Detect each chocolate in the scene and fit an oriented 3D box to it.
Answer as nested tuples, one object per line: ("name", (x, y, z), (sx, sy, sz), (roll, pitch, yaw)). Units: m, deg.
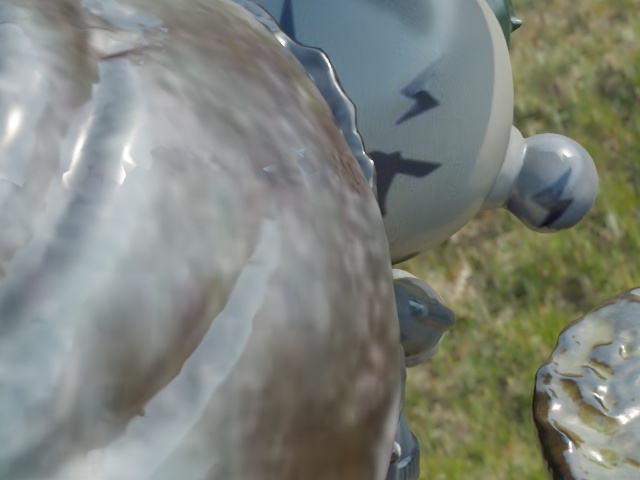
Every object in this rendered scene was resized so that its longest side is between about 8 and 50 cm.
("chocolate", (-0.145, 0.031, 0.572), (0.303, 0.213, 0.303), (-3, 83, 25))

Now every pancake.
("pancake", (0.252, 0.105, 0.920), (0.288, 0.033, 0.286), (-27, 52, -38))

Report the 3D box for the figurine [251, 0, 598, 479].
("figurine", (0.004, -0.001, 0.931), (0.261, 0.382, 0.186), (-4, 21, -10))
